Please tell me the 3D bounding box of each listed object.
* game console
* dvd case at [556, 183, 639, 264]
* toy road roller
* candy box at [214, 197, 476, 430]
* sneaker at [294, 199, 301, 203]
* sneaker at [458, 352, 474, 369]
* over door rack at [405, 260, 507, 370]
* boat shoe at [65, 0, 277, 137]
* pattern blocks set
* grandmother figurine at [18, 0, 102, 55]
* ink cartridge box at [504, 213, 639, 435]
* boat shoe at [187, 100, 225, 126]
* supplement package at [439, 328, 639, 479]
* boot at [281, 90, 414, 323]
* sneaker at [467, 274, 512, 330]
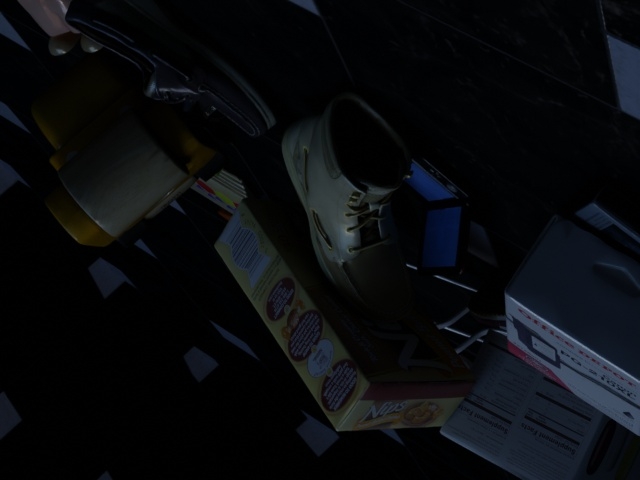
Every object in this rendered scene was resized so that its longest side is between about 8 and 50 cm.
[{"bbox_3d":[0.112,-0.030,1.831,0.124,0.085,0.144,39,168,-13],"label":"game console"},{"bbox_3d":[0.340,0.039,1.586,0.238,0.029,0.179,37,169,0],"label":"dvd case"},{"bbox_3d":[-0.284,-0.137,2.202,0.240,0.202,0.329,50,-176,2],"label":"toy road roller"},{"bbox_3d":[0.026,0.086,1.975,0.183,0.087,0.316,3,-139,-43],"label":"candy box"},{"bbox_3d":[0.000,0.000,2.351,0.059,0.053,0.144,25,165,37],"label":"sneaker"},{"bbox_3d":[0.145,0.187,2.528,0.271,0.108,0.100,37,170,2],"label":"sneaker"},{"bbox_3d":[0.144,0.099,2.189,0.324,0.108,0.239,32,167,22],"label":"over door rack"},{"bbox_3d":[-0.181,-0.209,1.959,0.285,0.092,0.103,40,168,-14],"label":"boat shoe"},{"bbox_3d":[-0.162,-0.088,2.535,0.325,0.026,0.285,33,168,15],"label":"pattern blocks set"},{"bbox_3d":[-0.388,-0.365,1.967,0.208,0.104,0.342,-7,140,33],"label":"grandmother figurine"},{"bbox_3d":[0.280,0.090,1.636,0.172,0.100,0.237,33,169,16],"label":"ink cartridge box"},{"bbox_3d":[-0.140,-0.170,2.102,0.042,0.049,0.133,44,164,4],"label":"boat shoe"},{"bbox_3d":[0.317,0.240,1.994,0.204,0.145,0.262,25,180,44],"label":"supplement package"},{"bbox_3d":[0.053,-0.033,1.825,0.262,0.095,0.203,67,163,0],"label":"boot"},{"bbox_3d":[0.248,0.095,1.964,0.084,0.069,0.185,47,166,-22],"label":"sneaker"}]
